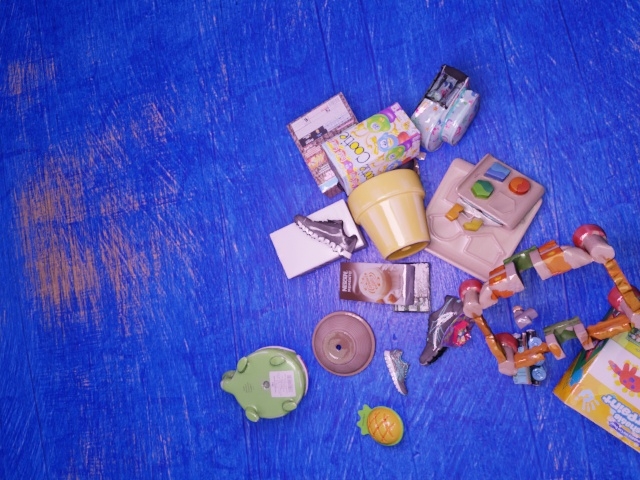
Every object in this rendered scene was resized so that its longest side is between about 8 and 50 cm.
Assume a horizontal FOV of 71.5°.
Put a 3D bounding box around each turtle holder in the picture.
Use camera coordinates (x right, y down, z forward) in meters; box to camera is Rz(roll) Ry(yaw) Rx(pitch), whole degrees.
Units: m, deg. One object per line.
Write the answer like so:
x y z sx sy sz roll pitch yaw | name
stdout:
-0.191 0.514 1.597 0.320 0.227 0.243 -37 80 10 | turtle holder

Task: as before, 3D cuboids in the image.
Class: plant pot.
0.077 0.376 1.601 0.237 0.110 0.237 -1 87 12 | plant pot
0.246 -0.071 1.477 0.254 0.254 0.239 -23 71 11 | plant pot

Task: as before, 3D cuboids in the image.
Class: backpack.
0.413 -0.425 1.509 0.191 0.225 0.253 42 101 17 | backpack

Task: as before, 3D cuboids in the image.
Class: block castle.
0.672 0.174 1.328 0.453 0.213 0.303 -31 95 24 | block castle

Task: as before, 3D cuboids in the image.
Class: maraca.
0.208 0.646 1.564 0.186 0.099 0.127 0 78 38 | maraca

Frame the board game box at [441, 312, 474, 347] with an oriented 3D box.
0.474 0.310 1.481 0.033 0.169 0.133 39 104 42 | board game box

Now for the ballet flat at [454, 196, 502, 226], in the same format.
0.524 -0.085 1.482 0.168 0.057 0.052 38 119 17 | ballet flat

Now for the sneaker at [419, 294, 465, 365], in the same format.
0.415 0.312 1.544 0.106 0.101 0.267 36 92 30 | sneaker

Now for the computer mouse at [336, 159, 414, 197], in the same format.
0.209 -0.203 1.556 0.272 0.188 0.072 -25 62 13 | computer mouse

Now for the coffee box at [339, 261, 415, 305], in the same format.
0.196 0.149 1.558 0.247 0.098 0.141 0 85 30 | coffee box

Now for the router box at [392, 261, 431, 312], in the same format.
0.324 0.167 1.585 0.133 0.046 0.178 -1 86 15 | router box

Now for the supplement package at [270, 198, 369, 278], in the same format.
0.000 0.000 1.606 0.293 0.175 0.177 -24 83 10 | supplement package

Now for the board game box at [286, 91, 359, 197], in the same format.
0.054 -0.342 1.630 0.232 0.141 0.291 -28 81 10 | board game box

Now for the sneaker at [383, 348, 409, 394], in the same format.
0.284 0.461 1.572 0.076 0.065 0.166 -21 84 8 | sneaker

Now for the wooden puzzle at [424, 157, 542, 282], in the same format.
0.530 -0.068 1.539 0.322 0.080 0.347 29 89 13 | wooden puzzle

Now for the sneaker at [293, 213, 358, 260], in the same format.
0.024 -0.036 1.475 0.234 0.078 0.106 33 92 8 | sneaker

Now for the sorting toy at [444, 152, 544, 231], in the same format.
0.560 -0.139 1.447 0.229 0.041 0.307 40 69 18 | sorting toy

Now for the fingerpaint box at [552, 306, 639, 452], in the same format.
1.024 0.459 1.341 0.445 0.163 0.371 33 94 14 | fingerpaint box

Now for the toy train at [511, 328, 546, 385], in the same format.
0.680 0.387 1.473 0.105 0.080 0.184 -6 86 19 | toy train

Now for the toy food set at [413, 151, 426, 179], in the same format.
0.302 -0.243 1.618 0.132 0.038 0.192 17 91 14 | toy food set

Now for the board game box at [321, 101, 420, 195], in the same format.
0.166 -0.293 1.440 0.275 0.144 0.142 -29 68 1 | board game box
